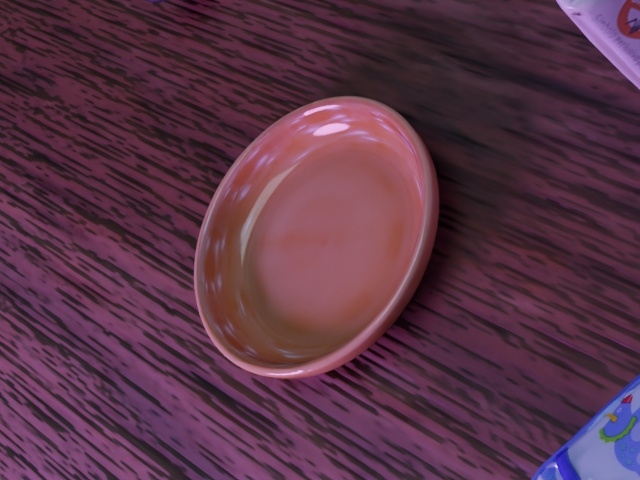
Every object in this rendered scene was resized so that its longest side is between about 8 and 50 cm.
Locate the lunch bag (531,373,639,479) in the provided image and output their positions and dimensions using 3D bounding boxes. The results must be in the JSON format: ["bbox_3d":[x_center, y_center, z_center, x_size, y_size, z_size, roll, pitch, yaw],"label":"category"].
[{"bbox_3d":[0.207,0.159,0.669,0.176,0.090,0.219,-42,47,20],"label":"lunch bag"}]

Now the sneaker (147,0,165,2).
[{"bbox_3d":[-0.033,-0.310,1.073,0.180,0.125,0.321,34,92,45],"label":"sneaker"}]

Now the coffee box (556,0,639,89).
[{"bbox_3d":[0.248,-0.238,0.650,0.334,0.338,0.337,-40,51,19],"label":"coffee box"}]

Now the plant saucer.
[{"bbox_3d":[0.000,0.000,0.955,0.200,0.037,0.200,-19,58,34],"label":"plant saucer"}]
